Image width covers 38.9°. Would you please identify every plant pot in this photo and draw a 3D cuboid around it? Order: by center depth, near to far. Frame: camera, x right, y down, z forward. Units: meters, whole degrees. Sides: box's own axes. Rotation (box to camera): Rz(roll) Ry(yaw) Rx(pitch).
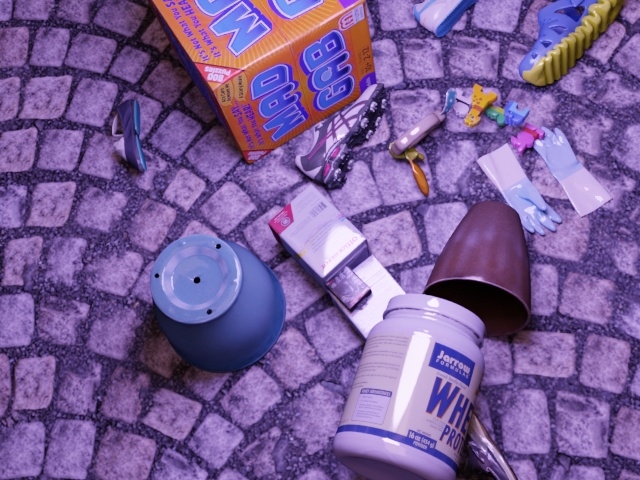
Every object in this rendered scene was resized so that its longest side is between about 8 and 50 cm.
[{"bbox_3d":[0.335,0.042,1.839,0.215,0.215,0.230,12,58,11],"label":"plant pot"},{"bbox_3d":[-0.224,0.110,1.843,0.271,0.255,0.271,-2,70,7],"label":"plant pot"}]

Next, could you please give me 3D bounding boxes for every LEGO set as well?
[{"bbox_3d":[0.367,-0.265,1.977,0.227,0.087,0.093,31,75,23],"label":"LEGO set"}]

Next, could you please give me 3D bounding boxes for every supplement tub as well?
[{"bbox_3d":[0.176,0.288,1.710,0.235,0.235,0.325,15,66,12],"label":"supplement tub"}]

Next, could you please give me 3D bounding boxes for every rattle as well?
[{"bbox_3d":[0.259,-0.222,1.978,0.200,0.130,0.143,-36,69,-16],"label":"rattle"}]

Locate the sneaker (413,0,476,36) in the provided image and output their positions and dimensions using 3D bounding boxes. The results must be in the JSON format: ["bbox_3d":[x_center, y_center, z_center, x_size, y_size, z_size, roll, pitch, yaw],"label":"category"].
[{"bbox_3d":[0.314,-0.583,2.111,0.092,0.087,0.228,40,78,20],"label":"sneaker"}]

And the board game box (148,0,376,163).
[{"bbox_3d":[-0.129,-0.460,1.978,0.356,0.356,0.356,-32,69,-4],"label":"board game box"}]

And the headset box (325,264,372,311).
[{"bbox_3d":[0.061,0.101,1.850,0.062,0.032,0.083,-44,72,-7],"label":"headset box"}]

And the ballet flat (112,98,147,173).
[{"bbox_3d":[-0.446,-0.236,2.095,0.074,0.074,0.203,-13,63,3],"label":"ballet flat"}]

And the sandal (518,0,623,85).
[{"bbox_3d":[0.540,-0.474,2.031,0.138,0.126,0.317,38,71,21],"label":"sandal"}]

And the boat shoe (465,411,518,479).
[{"bbox_3d":[0.313,0.420,1.761,0.073,0.080,0.223,-33,64,1],"label":"boat shoe"}]

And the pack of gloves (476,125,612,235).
[{"bbox_3d":[0.483,-0.138,1.951,0.195,0.046,0.232,-31,70,-3],"label":"pack of gloves"}]

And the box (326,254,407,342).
[{"bbox_3d":[0.104,0.125,1.892,0.126,0.072,0.137,-37,71,-6],"label":"box"}]

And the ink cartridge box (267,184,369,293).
[{"bbox_3d":[0.000,0.000,1.920,0.128,0.127,0.176,-41,70,-8],"label":"ink cartridge box"}]

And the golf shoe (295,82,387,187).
[{"bbox_3d":[0.050,-0.251,2.020,0.120,0.105,0.273,27,75,23],"label":"golf shoe"}]
